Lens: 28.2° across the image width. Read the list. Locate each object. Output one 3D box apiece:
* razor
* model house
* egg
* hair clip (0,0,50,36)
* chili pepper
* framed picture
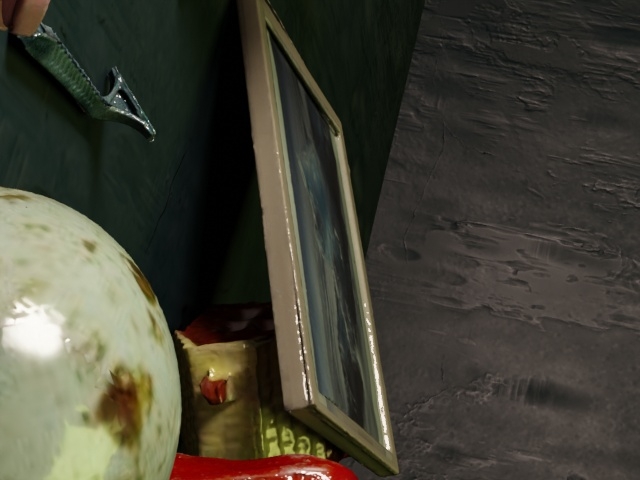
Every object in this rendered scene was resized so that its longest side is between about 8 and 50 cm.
[{"bbox_3d":[-0.166,-0.110,0.870,0.066,0.033,0.190,57,4,13],"label":"razor"},{"bbox_3d":[-0.070,0.175,1.308,0.254,0.160,0.196,-30,116,-74],"label":"model house"},{"bbox_3d":[-0.143,0.061,0.536,0.231,0.169,0.169,-102,-165,-59],"label":"egg"},{"bbox_3d":[-0.154,-0.161,0.656,0.138,0.102,0.123,44,61,-80],"label":"hair clip"},{"bbox_3d":[-0.091,0.231,1.091,0.136,0.253,0.144,-96,179,-47],"label":"chili pepper"},{"bbox_3d":[0.000,0.000,1.320,0.326,0.028,0.446,50,29,-63],"label":"framed picture"}]
